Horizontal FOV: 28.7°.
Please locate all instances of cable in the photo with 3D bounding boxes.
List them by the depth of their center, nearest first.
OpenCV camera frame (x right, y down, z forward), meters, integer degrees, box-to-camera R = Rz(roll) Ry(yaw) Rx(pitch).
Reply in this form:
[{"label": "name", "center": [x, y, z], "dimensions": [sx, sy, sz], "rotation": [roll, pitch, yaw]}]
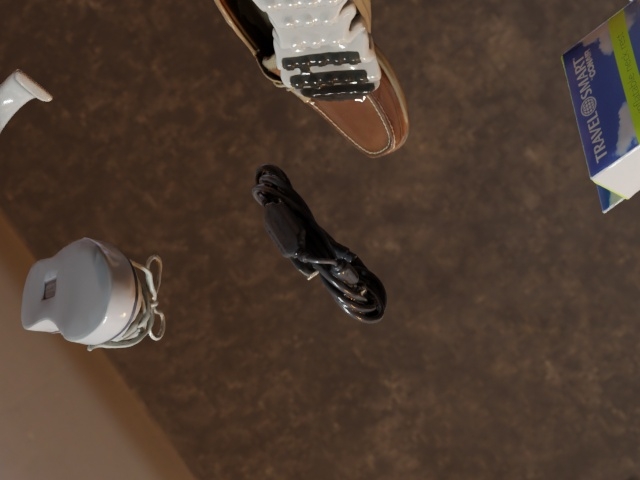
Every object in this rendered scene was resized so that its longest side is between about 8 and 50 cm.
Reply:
[{"label": "cable", "center": [0.000, 0.000, 1.154], "dimensions": [0.150, 0.047, 0.184], "rotation": [38, -170, -42]}]

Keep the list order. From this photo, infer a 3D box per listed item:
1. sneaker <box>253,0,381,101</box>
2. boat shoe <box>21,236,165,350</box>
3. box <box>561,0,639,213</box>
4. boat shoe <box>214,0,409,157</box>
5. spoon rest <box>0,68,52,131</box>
[{"label": "sneaker", "center": [-0.007, -0.238, 1.053], "dimensions": [0.292, 0.110, 0.118], "rotation": [76, -163, -63]}, {"label": "boat shoe", "center": [-0.267, 0.083, 1.618], "dimensions": [0.156, 0.136, 0.367], "rotation": [10, 169, -26]}, {"label": "box", "center": [0.218, -0.107, 0.767], "dimensions": [0.042, 0.178, 0.109], "rotation": [21, -132, -32]}, {"label": "boat shoe", "center": [-0.023, -0.222, 1.503], "dimensions": [0.324, 0.123, 0.116], "rotation": [49, -134, -5]}, {"label": "spoon rest", "center": [-0.449, -0.100, 1.570], "dimensions": [0.137, 0.276, 0.084], "rotation": [42, -178, -26]}]
